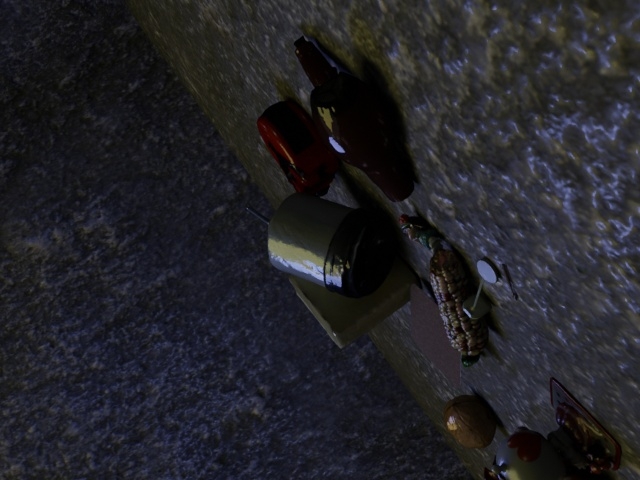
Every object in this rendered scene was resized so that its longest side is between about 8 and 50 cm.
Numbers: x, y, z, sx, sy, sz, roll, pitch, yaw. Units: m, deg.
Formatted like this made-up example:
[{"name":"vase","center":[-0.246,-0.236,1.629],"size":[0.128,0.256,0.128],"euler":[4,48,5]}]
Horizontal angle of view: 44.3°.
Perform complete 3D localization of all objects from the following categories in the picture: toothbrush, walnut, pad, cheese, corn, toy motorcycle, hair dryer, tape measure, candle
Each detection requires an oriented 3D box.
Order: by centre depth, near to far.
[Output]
[{"name":"toothbrush","center":[0.328,0.073,1.363],"size":[0.008,0.006,0.097],"euler":[44,168,49]},{"name":"hair dryer","center":[0.041,-0.252,1.453],"size":[0.312,0.123,0.340],"euler":[46,-167,-53]},{"name":"corn","center":[0.280,0.132,1.617],"size":[0.092,0.092,0.280],"euler":[45,168,50]},{"name":"pad","center":[0.275,0.226,1.896],"size":[0.266,0.002,0.176],"euler":[-132,35,-60]},{"name":"toy motorcycle","center":[0.335,0.247,1.908],"size":[0.106,0.074,0.190],"euler":[31,157,48]},{"name":"candle","center":[0.000,0.000,1.957],"size":[0.343,0.221,0.221],"euler":[21,156,28]},{"name":"tape measure","center":[-0.061,-0.232,2.021],"size":[0.260,0.114,0.253],"euler":[54,172,2]},{"name":"cheese","center":[0.089,0.114,2.064],"size":[0.242,0.265,0.124],"euler":[49,169,32]},{"name":"walnut","center":[0.441,0.534,2.308],"size":[0.180,0.144,0.144],"euler":[52,173,-14]}]

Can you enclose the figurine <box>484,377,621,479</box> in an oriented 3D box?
[{"name":"figurine","center":[0.422,0.418,1.506],"size":[0.183,0.226,0.160],"euler":[49,170,36]}]

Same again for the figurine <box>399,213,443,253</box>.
[{"name":"figurine","center":[0.204,-0.014,1.597],"size":[0.060,0.047,0.106],"euler":[38,-178,-45]}]

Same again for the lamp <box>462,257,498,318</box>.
[{"name":"lamp","center":[0.311,0.085,1.479],"size":[0.050,0.056,0.198],"euler":[52,162,24]}]

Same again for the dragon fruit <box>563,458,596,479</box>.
[{"name":"dragon fruit","center":[0.524,0.593,1.715],"size":[0.250,0.250,0.315],"euler":[50,-172,29]}]
